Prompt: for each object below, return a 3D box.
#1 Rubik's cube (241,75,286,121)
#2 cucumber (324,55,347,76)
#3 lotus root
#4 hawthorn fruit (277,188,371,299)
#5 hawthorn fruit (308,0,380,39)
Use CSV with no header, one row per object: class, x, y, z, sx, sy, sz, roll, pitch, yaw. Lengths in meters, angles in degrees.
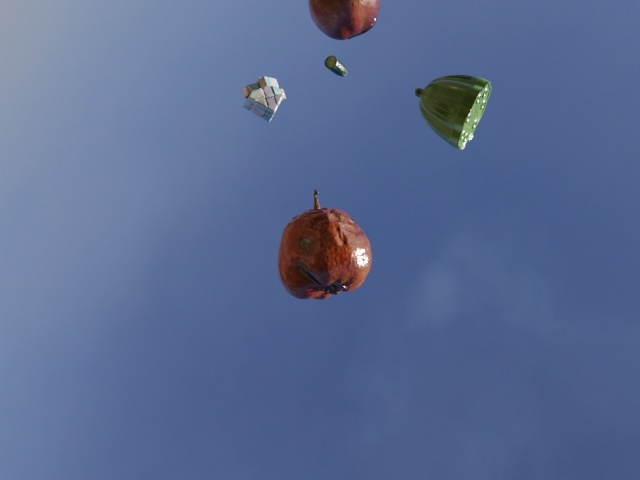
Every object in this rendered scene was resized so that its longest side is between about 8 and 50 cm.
Rubik's cube,-0.110,-0.289,1.477,0.075,0.084,0.073,-4,-126,61
cucumber,0.060,-0.598,2.576,0.048,0.105,0.048,-9,-106,31
lotus root,0.306,-0.335,1.829,0.186,0.186,0.186,-35,-141,34
hawthorn fruit,0.000,0.000,1.623,0.207,0.207,0.243,-26,-112,42
hawthorn fruit,0.065,-0.685,2.074,0.215,0.250,0.215,-2,-119,4
